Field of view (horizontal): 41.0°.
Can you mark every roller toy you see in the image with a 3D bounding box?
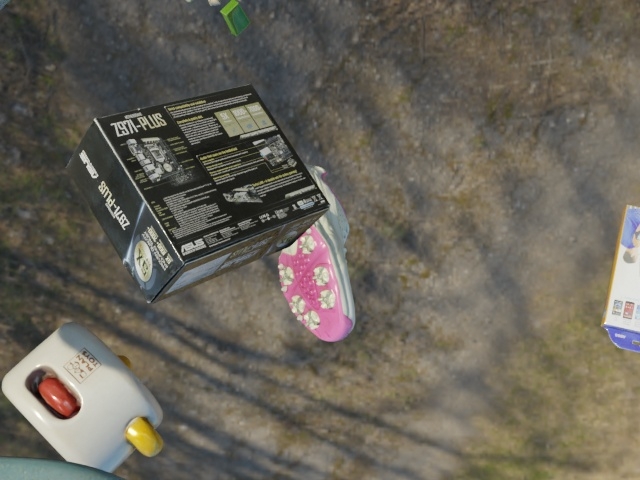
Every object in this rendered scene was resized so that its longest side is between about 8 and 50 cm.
[{"bbox_3d":[-0.312,0.212,1.151,0.209,0.146,0.191,12,142,58],"label":"roller toy"}]

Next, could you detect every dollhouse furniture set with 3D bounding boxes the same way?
[{"bbox_3d":[-0.193,-0.432,1.540,0.151,0.076,0.058,38,170,29],"label":"dollhouse furniture set"}]

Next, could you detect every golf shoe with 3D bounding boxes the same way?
[{"bbox_3d":[0.000,0.000,1.231,0.140,0.306,0.115,0,149,-41],"label":"golf shoe"}]

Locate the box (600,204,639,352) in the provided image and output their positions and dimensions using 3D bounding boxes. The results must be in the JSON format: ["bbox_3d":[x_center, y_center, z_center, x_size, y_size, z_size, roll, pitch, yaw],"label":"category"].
[{"bbox_3d":[0.318,0.040,0.814,0.081,0.136,0.028,12,168,12],"label":"box"}]

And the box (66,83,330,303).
[{"bbox_3d":[-0.106,-0.047,0.767,0.180,0.147,0.077,-24,167,-44],"label":"box"}]

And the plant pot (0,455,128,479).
[{"bbox_3d":[-0.251,0.347,0.773,0.252,0.248,0.247,2,136,-30],"label":"plant pot"}]

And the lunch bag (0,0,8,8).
[{"bbox_3d":[-0.598,-0.301,1.138,0.385,0.328,0.239,-38,107,11],"label":"lunch bag"}]
